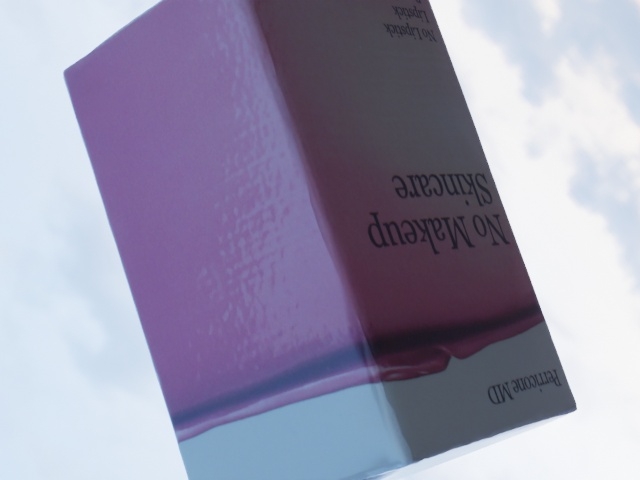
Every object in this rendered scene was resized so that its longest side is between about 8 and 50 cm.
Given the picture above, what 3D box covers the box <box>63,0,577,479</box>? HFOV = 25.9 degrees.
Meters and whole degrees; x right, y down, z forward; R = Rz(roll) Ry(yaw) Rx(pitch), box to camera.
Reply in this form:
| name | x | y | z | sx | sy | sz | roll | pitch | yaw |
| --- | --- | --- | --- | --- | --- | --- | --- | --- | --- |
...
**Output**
| name | x | y | z | sx | sy | sz | roll | pitch | yaw |
| --- | --- | --- | --- | --- | --- | --- | --- | --- | --- |
| box | 0.000 | 0.000 | 0.654 | 0.149 | 0.127 | 0.232 | -6 | -107 | -52 |
